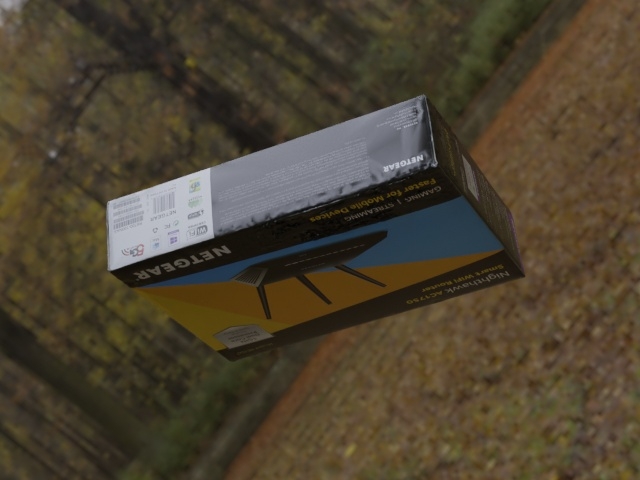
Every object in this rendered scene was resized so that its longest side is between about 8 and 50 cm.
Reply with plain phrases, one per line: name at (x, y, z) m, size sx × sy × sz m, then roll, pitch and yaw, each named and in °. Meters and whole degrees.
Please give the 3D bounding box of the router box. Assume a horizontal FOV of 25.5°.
router box at (0.000, 0.000, 0.731) m, size 0.179 × 0.133 × 0.046 m, roll -17°, pitch 59°, yaw 20°
